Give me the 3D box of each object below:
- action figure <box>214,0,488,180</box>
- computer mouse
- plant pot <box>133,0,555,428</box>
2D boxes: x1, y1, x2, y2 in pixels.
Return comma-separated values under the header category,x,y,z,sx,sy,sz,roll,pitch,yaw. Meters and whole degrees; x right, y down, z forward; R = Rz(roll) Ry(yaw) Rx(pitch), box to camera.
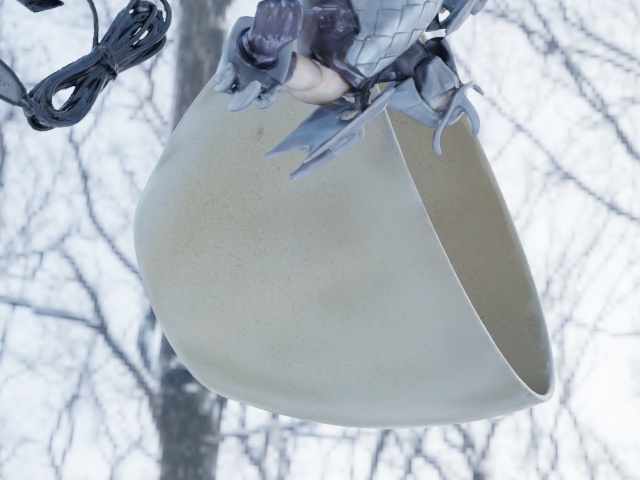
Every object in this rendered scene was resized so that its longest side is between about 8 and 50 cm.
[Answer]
category,x,y,z,sx,sy,sz,roll,pitch,yaw
action figure,-0.008,-0.152,0.807,0.099,0.185,0.285,-9,-54,51
computer mouse,-0.238,-0.198,1.272,0.060,0.184,0.262,-20,-63,44
plant pot,0.000,0.000,1.070,0.191,0.284,0.284,-24,-41,14
